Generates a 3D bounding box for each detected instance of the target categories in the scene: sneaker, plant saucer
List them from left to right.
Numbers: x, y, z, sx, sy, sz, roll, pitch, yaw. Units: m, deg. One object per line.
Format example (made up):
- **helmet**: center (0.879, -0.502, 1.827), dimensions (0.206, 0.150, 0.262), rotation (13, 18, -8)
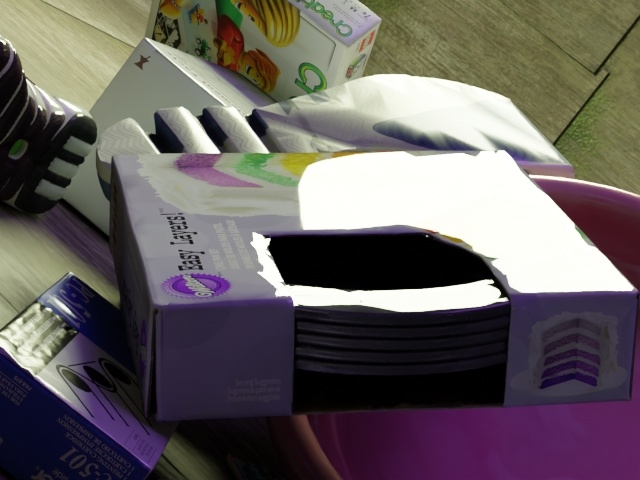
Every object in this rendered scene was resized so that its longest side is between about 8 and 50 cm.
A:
- **sneaker**: center (-0.261, -0.102, 1.252), dimensions (0.162, 0.106, 0.281), rotation (34, -3, 16)
- **sneaker**: center (-0.001, 0.000, 1.321), dimensions (0.315, 0.182, 0.127), rotation (-6, 35, -19)
- **plant saucer**: center (0.131, 0.101, 1.159), dimensions (0.332, 0.332, 0.084), rotation (42, -34, 31)

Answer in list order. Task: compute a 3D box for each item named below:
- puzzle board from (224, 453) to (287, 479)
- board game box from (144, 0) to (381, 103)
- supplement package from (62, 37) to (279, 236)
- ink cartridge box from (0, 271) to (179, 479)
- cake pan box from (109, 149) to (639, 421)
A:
- **puzzle board**: center (0.003, 0.170, 1.099), dimensions (0.096, 0.011, 0.128), rotation (32, 10, -32)
- **board game box**: center (-0.067, -0.136, 1.698), dimensions (0.193, 0.053, 0.305), rotation (39, -35, 14)
- **supplement package**: center (-0.089, -0.053, 1.524), dimensions (0.139, 0.134, 0.244), rotation (39, 8, 13)
- **ink cartridge box**: center (-0.120, 0.076, 0.979), dimensions (0.097, 0.046, 0.207), rotation (38, 8, -2)
- **cake pan box**: center (0.016, 0.018, 1.048), dimensions (0.245, 0.070, 0.267), rotation (-3, 20, -9)
